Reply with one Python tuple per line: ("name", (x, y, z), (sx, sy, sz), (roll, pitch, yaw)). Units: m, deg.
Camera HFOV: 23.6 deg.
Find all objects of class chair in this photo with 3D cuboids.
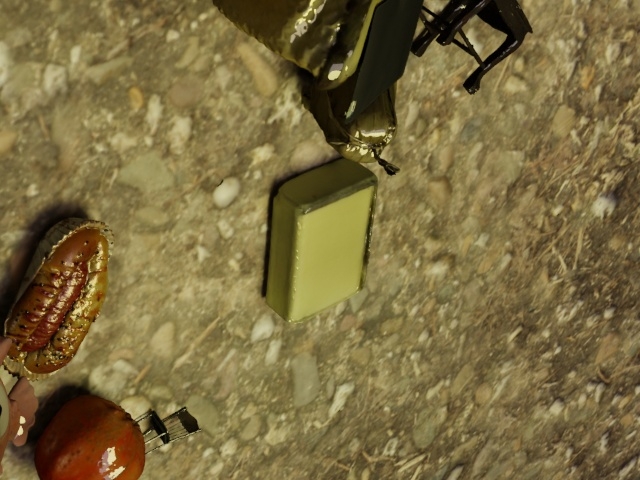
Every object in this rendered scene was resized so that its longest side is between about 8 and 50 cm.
("chair", (0.187, -0.287, 1.624), (0.229, 0.106, 0.113), (-47, 144, -2))
("chair", (-0.178, 0.213, 1.750), (0.086, 0.037, 0.042), (-25, 149, -24))

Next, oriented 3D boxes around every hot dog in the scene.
("hot dog", (-0.258, 0.058, 1.509), (0.099, 0.053, 0.192), (-1, 126, -51))

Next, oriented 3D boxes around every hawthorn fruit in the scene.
("hawthorn fruit", (-0.243, 0.227, 1.631), (0.128, 0.128, 0.128), (-28, 139, -27))

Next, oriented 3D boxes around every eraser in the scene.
("eraser", (0.000, 0.000, 1.726), (0.117, 0.058, 0.172), (-24, 137, -32))

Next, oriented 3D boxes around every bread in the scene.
("bread", (0.008, -0.263, 1.412), (0.204, 0.163, 0.262), (-58, -175, 10))

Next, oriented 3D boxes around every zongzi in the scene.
("zongzi", (0.057, -0.173, 1.535), (0.081, 0.189, 0.178), (19, 107, -19))

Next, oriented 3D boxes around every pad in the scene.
("pad", (0.066, -0.183, 1.429), (0.193, 0.004, 0.116), (-46, 154, -61))

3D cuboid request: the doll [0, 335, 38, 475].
("doll", (-0.341, 0.177, 1.407), (0.262, 0.093, 0.211), (-1, 96, -67))
